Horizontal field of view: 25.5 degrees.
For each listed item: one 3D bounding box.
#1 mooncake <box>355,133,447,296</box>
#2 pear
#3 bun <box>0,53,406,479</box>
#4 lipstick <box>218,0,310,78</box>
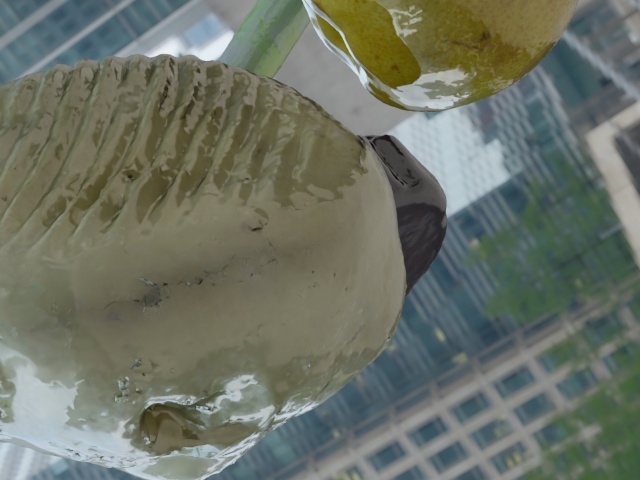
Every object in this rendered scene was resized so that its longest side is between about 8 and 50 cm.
[{"bbox_3d":[0.000,0.000,1.567,0.141,0.283,0.283,52,-168,27],"label":"mooncake"},{"bbox_3d":[0.081,-0.195,0.940,0.209,0.209,0.209,51,-163,-22],"label":"pear"},{"bbox_3d":[-0.132,0.018,0.942,0.326,0.362,0.234,-120,24,-46],"label":"bun"},{"bbox_3d":[-0.043,-0.297,1.801,0.076,0.076,0.304,48,-125,-30],"label":"lipstick"}]
